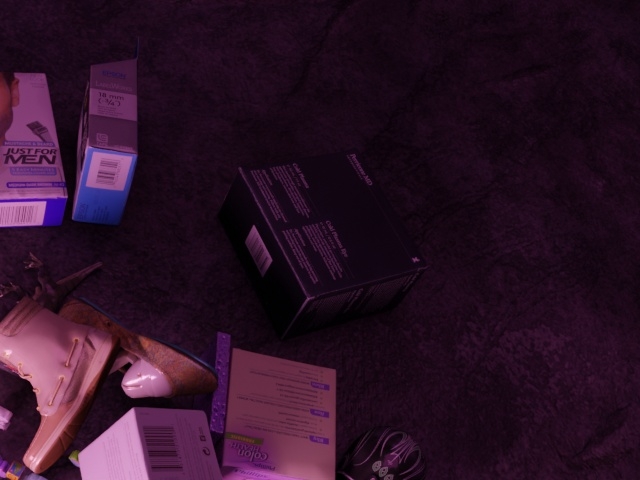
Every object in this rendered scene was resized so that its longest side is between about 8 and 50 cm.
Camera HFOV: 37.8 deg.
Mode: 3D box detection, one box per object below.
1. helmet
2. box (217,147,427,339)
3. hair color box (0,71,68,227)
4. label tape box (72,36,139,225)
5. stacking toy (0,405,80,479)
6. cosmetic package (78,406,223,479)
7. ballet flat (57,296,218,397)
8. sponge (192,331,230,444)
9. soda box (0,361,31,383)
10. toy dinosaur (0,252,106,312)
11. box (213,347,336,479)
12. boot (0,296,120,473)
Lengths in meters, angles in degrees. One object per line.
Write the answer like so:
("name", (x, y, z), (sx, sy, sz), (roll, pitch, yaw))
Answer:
("helmet", (0.122, 0.433, 1.783), (0.161, 0.169, 0.169), (-39, 77, -23))
("box", (0.000, 0.000, 2.033), (0.313, 0.179, 0.343), (-13, 62, -31))
("hair color box", (-0.640, -0.191, 1.923), (0.185, 0.110, 0.338), (-3, 55, -26))
("label tape box", (-0.450, -0.235, 1.958), (0.106, 0.240, 0.333), (6, 52, -19))
("stacking toy", (-0.510, 0.397, 1.574), (0.221, 0.052, 0.167), (31, 48, -5))
("cosmetic package", (-0.286, 0.389, 1.571), (0.152, 0.184, 0.151), (13, 48, -43))
("ballet flat", (-0.351, 0.219, 1.704), (0.349, 0.123, 0.123), (25, 45, 20))
("sponge", (-0.207, 0.289, 1.753), (0.031, 0.117, 0.210), (18, 49, -19))
("soda box", (-0.537, 0.212, 1.693), (0.169, 0.060, 0.053), (28, 49, -5))
("toy dinosaur", (-0.534, 0.091, 1.788), (0.118, 0.064, 0.268), (29, 36, 6))
("box", (-0.089, 0.352, 1.762), (0.214, 0.117, 0.242), (14, 50, -16))
("boot", (-0.488, 0.241, 1.594), (0.204, 0.095, 0.261), (25, 71, 3))
